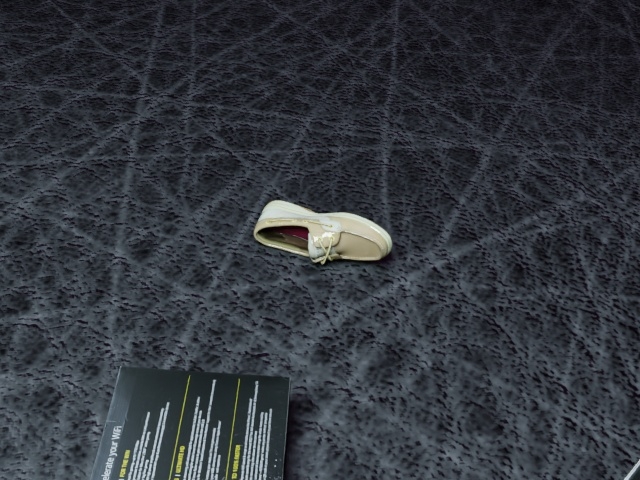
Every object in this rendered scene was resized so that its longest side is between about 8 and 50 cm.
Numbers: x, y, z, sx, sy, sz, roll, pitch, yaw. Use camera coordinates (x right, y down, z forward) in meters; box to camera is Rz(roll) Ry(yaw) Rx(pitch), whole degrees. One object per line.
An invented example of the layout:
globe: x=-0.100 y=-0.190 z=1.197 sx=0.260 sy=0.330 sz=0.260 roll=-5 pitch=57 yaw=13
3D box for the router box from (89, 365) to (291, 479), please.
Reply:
router box: x=-0.091 y=0.171 z=0.609 sx=0.133 sy=0.046 sz=0.179 roll=4 pitch=39 yaw=-1

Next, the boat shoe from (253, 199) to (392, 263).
boat shoe: x=0.000 y=0.000 z=0.827 sx=0.135 sy=0.050 sz=0.045 roll=11 pitch=42 yaw=22

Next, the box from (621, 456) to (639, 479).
box: x=0.291 y=0.248 z=0.542 sx=0.257 sy=0.079 sz=0.322 roll=33 pitch=47 yaw=27
